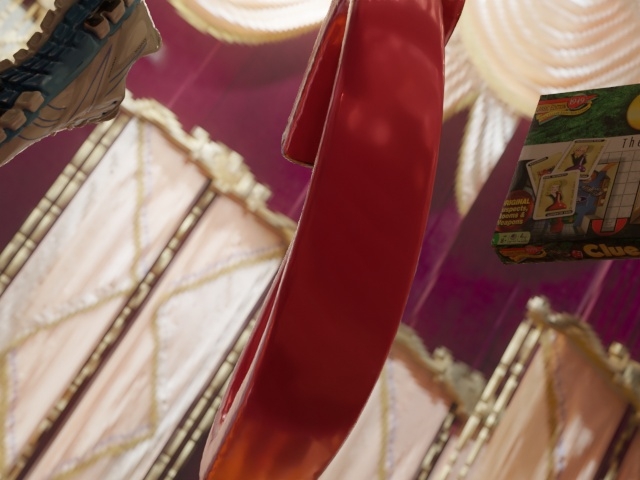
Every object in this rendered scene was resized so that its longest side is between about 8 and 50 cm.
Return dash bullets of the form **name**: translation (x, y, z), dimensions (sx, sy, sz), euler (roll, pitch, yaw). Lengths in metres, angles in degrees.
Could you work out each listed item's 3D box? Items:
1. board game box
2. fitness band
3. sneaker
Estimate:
- **board game box**: translation (0.243, -0.049, 0.871), dimensions (0.259, 0.136, 0.030), euler (-4, -40, 37)
- **fitness band**: translation (0.000, 0.000, 0.580), dimensions (0.054, 0.209, 0.291), euler (17, -27, -4)
- **sneaker**: translation (-0.177, -0.094, 0.911), dimensions (0.071, 0.190, 0.083), euler (35, -15, 41)
